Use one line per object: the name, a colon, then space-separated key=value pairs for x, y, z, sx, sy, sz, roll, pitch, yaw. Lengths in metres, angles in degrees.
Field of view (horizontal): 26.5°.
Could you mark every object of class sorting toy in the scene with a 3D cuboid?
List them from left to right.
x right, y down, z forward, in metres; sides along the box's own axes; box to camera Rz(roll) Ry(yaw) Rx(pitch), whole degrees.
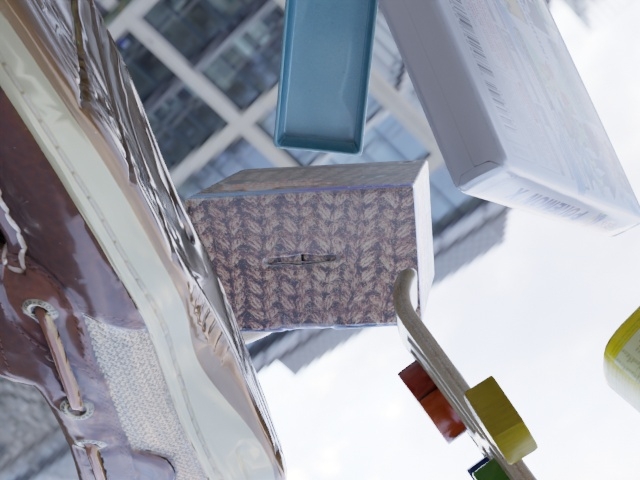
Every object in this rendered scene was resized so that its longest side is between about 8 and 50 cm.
sorting toy: x=0.100 y=0.127 z=0.851 sx=0.041 sy=0.229 sz=0.307 roll=-31 pitch=171 yaw=-1

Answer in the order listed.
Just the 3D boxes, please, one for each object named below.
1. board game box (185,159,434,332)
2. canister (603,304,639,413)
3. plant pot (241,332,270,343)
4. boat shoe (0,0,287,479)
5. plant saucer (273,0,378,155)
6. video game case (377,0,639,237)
board game box: x=0.000 y=0.000 z=1.478 sx=0.232 sy=0.141 sz=0.291 roll=-3 pitch=-172 yaw=7
canister: x=0.301 y=0.130 z=1.044 sx=0.073 sy=0.170 sz=0.126 roll=-44 pitch=156 yaw=-8
plant pot: x=-0.118 y=0.082 z=1.701 sx=0.236 sy=0.032 sz=0.236 roll=-13 pitch=-157 yaw=6
boat shoe: x=-0.115 y=0.008 z=0.547 sx=0.123 sy=0.342 sz=0.123 roll=-21 pitch=-132 yaw=0
plant saucer: x=0.007 y=-0.156 z=0.980 sx=0.018 sy=0.067 sz=0.192 roll=-83 pitch=179 yaw=-65
video game case: x=0.093 y=-0.165 z=0.878 sx=0.036 sy=0.329 sz=0.300 roll=-28 pitch=163 yaw=22
